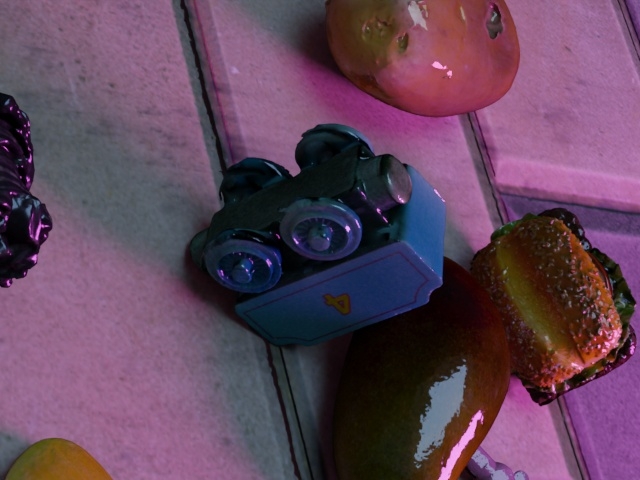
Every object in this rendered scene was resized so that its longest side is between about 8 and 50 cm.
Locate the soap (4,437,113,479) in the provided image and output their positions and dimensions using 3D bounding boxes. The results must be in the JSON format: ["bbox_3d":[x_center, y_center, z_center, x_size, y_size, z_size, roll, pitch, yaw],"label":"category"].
[{"bbox_3d":[-0.148,0.208,1.125,0.168,0.033,0.089,50,43,-6],"label":"soap"}]

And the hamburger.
[{"bbox_3d":[0.204,0.051,1.485,0.087,0.137,0.166,21,41,-61],"label":"hamburger"}]

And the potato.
[{"bbox_3d":[0.096,-0.194,1.550,0.234,0.146,0.150,-1,106,-58],"label":"potato"}]

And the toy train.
[{"bbox_3d":[0.000,0.000,1.295,0.154,0.198,0.107,44,38,-35],"label":"toy train"}]

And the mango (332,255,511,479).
[{"bbox_3d":[0.083,0.115,1.339,0.133,0.111,0.267,16,50,0],"label":"mango"}]

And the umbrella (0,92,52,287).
[{"bbox_3d":[-0.290,-0.116,1.127,0.128,0.154,0.336,59,11,-73],"label":"umbrella"}]

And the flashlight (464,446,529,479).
[{"bbox_3d":[0.126,0.183,1.404,0.110,0.031,0.052,46,66,-3],"label":"flashlight"}]
